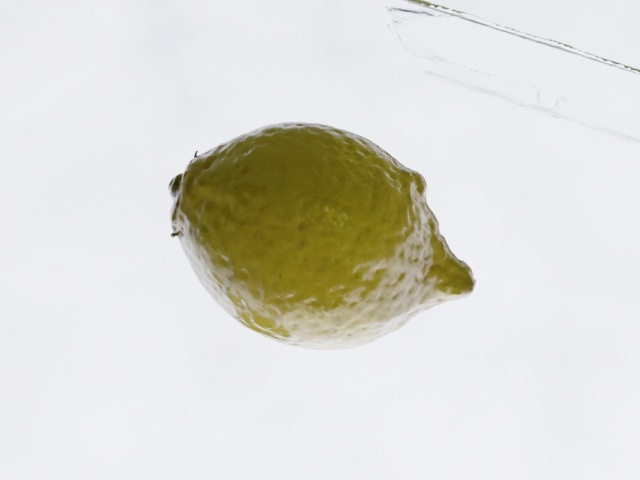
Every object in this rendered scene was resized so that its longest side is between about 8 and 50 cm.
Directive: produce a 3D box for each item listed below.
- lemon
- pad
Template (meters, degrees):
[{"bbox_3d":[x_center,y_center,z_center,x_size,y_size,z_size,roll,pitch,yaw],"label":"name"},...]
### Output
[{"bbox_3d":[0.000,0.000,0.473,0.092,0.065,0.065,17,-131,0],"label":"lemon"},{"bbox_3d":[0.103,-0.062,0.685,0.156,0.232,0.004,18,-89,8],"label":"pad"}]
